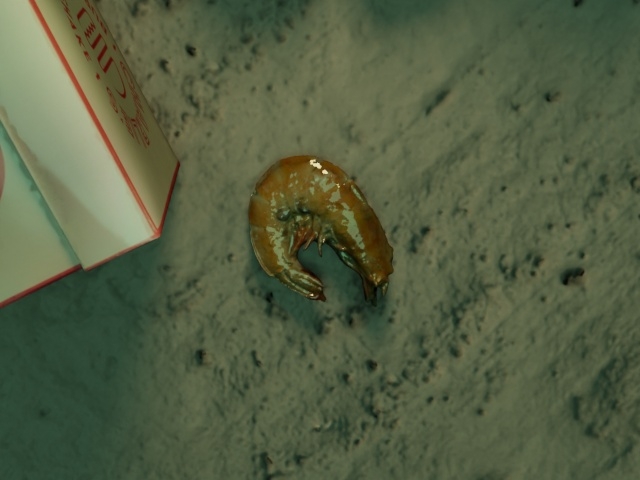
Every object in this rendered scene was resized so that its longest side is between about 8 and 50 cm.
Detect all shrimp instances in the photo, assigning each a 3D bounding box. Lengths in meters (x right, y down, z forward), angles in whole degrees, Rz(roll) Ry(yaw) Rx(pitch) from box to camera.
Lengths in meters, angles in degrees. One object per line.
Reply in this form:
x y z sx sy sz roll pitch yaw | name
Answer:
0.001 -0.001 2.013 0.132 0.051 0.187 -36 95 18 | shrimp

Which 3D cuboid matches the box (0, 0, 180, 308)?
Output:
-0.338 -0.108 1.832 0.300 0.314 0.312 -25 104 6 | box
